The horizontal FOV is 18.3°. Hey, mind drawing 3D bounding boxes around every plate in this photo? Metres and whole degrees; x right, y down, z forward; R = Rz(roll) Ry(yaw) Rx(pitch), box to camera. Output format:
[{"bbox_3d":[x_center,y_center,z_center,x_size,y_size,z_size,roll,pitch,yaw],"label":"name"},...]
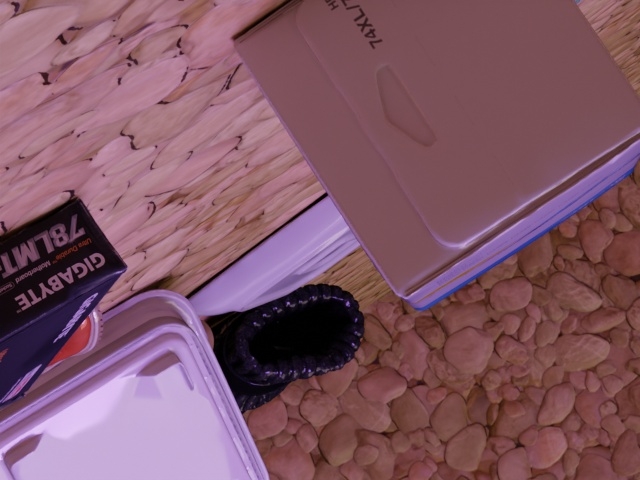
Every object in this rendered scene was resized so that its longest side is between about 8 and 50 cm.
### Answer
[{"bbox_3d":[0.000,0.000,2.260,0.277,0.045,0.278,-36,173,22],"label":"plate"}]

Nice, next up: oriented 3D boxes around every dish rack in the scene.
[{"bbox_3d":[-0.194,0.240,1.991,0.286,0.332,0.072,-32,-143,-14],"label":"dish rack"}]

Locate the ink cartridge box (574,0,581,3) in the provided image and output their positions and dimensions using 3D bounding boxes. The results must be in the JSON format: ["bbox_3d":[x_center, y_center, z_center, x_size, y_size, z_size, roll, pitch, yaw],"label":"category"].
[{"bbox_3d":[0.233,-0.233,1.734,0.115,0.029,0.063,-33,173,-2],"label":"ink cartridge box"}]

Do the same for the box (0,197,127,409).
[{"bbox_3d":[-0.310,0.110,1.432,0.293,0.073,0.295,-29,173,-31],"label":"box"}]

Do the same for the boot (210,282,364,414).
[{"bbox_3d":[-0.122,0.179,2.456,0.348,0.131,0.260,-42,-170,-19],"label":"boot"}]

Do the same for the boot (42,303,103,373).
[{"bbox_3d":[-0.240,0.084,1.650,0.085,0.059,0.158,-22,168,-41],"label":"boot"}]

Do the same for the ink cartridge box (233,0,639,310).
[{"bbox_3d":[0.088,-0.086,1.350,0.197,0.198,0.270,-33,174,3],"label":"ink cartridge box"}]

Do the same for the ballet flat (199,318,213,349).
[{"bbox_3d":[-0.223,0.166,2.275,0.232,0.080,0.073,-37,158,19],"label":"ballet flat"}]
